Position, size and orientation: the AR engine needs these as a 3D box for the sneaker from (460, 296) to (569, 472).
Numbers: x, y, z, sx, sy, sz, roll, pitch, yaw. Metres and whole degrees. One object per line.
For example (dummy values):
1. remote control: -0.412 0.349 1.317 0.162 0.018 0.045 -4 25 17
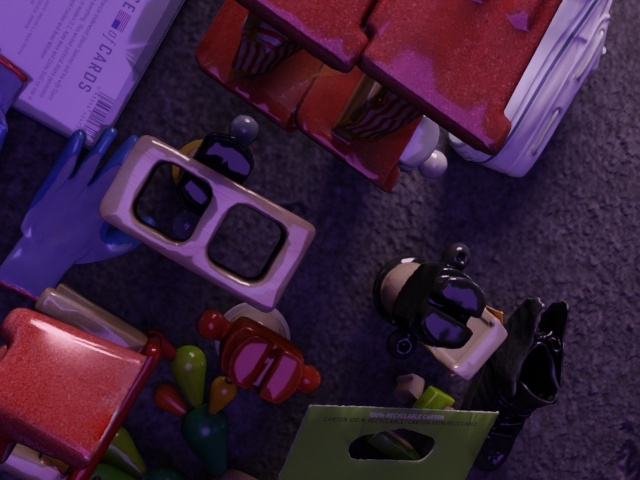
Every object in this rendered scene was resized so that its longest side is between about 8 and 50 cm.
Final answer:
1. sneaker: 0.162 0.124 0.724 0.051 0.089 0.170 8 97 -13

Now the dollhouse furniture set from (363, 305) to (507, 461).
1. dollhouse furniture set: 0.102 0.119 0.723 0.058 0.076 0.151 40 91 -28

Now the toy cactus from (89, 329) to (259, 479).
1. toy cactus: -0.094 0.190 0.667 0.180 0.112 0.219 25 57 -38

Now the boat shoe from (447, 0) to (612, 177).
1. boat shoe: 0.187 -0.157 0.698 0.076 0.083 0.226 26 105 -27

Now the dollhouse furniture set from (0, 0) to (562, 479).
1. dollhouse furniture set: -0.038 -0.011 0.460 0.152 0.201 0.374 30 86 -8

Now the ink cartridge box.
1. ink cartridge box: 0.041 0.257 0.660 0.189 0.097 0.255 9 112 -30

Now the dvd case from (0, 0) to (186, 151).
1. dvd case: -0.223 -0.197 0.619 0.239 0.029 0.179 29 92 -16

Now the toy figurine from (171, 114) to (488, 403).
1. toy figurine: 0.000 0.000 0.647 0.213 0.148 0.209 -17 96 -7

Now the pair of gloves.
1. pair of gloves: -0.220 -0.041 0.630 0.198 0.023 0.159 34 105 -16
